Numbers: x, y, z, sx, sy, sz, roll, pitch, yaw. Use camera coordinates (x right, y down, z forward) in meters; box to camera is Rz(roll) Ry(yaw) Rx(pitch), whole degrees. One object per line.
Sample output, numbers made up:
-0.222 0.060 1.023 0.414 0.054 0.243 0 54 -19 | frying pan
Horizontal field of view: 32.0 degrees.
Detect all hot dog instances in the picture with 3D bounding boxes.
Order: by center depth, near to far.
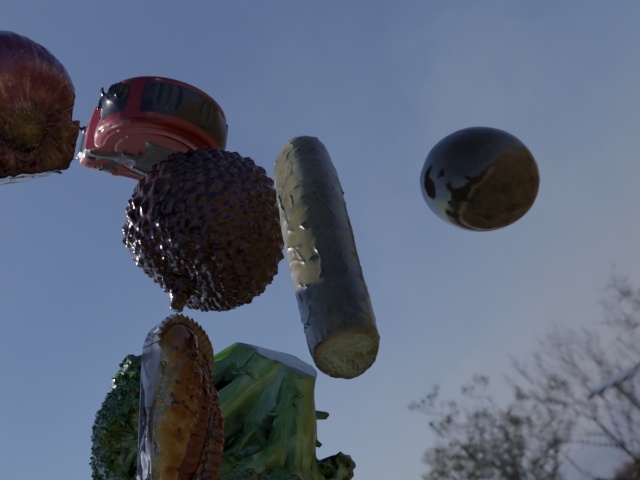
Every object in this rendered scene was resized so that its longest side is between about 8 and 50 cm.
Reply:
-0.122 0.161 0.971 0.053 0.192 0.099 -13 -28 28 | hot dog

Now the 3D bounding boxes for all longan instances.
0.236 -0.090 1.696 0.184 0.159 0.204 11 -15 -37 | longan

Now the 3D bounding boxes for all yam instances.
0.000 0.000 1.146 0.083 0.083 0.372 -51 26 20 | yam

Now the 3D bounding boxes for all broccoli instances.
-0.117 0.280 1.376 0.321 0.310 0.413 -9 4 -1 | broccoli

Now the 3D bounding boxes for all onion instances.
-0.490 -0.185 1.605 0.256 0.272 0.231 -19 -72 -64 | onion

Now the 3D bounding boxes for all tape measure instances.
-0.297 -0.189 2.002 0.260 0.253 0.114 136 146 -58 | tape measure

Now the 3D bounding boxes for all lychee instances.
-0.189 -0.016 1.865 0.276 0.275 0.304 105 -176 -61 | lychee
